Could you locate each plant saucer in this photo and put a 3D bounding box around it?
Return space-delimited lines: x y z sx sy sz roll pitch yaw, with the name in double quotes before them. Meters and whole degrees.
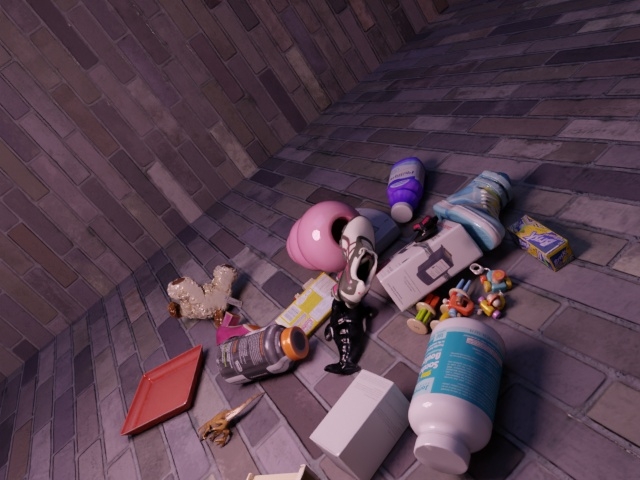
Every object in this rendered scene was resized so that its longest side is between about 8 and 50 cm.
"plant saucer" -0.479 0.472 1.715 0.259 0.048 0.258 -28 26 15

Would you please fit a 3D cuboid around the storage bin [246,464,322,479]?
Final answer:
"storage bin" -0.034 0.524 0.809 0.123 0.262 0.260 -19 31 35

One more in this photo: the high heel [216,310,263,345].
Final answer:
"high heel" -0.246 0.308 1.698 0.244 0.082 0.117 18 90 44

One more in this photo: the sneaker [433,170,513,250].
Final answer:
"sneaker" 0.429 -0.094 1.404 0.208 0.127 0.319 -36 18 1

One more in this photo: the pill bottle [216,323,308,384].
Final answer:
"pill bottle" -0.153 0.304 1.489 0.245 0.130 0.130 -22 29 28

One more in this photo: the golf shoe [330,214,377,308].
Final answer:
"golf shoe" 0.111 0.041 1.425 0.120 0.105 0.273 -41 32 52

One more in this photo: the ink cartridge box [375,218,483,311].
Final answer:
"ink cartridge box" 0.261 0.056 1.370 0.237 0.100 0.172 -36 6 3

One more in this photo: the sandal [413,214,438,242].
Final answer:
"sandal" 0.263 -0.038 1.396 0.067 0.040 0.179 -33 5 21

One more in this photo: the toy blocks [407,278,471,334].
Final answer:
"toy blocks" 0.284 0.150 1.285 0.123 0.054 0.148 -3 41 49

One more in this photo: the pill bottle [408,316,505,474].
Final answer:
"pill bottle" 0.247 0.280 1.002 0.146 0.146 0.264 -15 32 38

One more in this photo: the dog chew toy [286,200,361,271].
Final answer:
"dog chew toy" 0.000 0.000 1.649 0.206 0.206 0.332 -48 12 -23

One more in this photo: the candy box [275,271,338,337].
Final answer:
"candy box" -0.023 0.193 1.577 0.105 0.027 0.206 38 73 27

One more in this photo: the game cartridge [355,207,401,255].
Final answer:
"game cartridge" 0.129 -0.018 1.773 0.198 0.062 0.297 -38 25 -12

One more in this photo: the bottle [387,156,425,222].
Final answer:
"bottle" 0.276 -0.165 1.785 0.118 0.092 0.283 -18 31 27

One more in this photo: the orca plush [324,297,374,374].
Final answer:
"orca plush" 0.045 0.214 1.422 0.151 0.102 0.287 -20 30 32

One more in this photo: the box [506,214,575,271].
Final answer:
"box" 0.502 0.004 1.257 0.059 0.054 0.169 -35 26 3

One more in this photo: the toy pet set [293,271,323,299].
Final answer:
"toy pet set" -0.015 0.155 1.679 0.122 0.065 0.114 -41 -10 -15

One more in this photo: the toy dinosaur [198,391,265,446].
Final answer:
"toy dinosaur" -0.247 0.461 1.420 0.211 0.064 0.112 -31 25 10

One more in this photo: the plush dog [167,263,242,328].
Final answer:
"plush dog" -0.418 0.218 1.969 0.262 0.211 0.225 -19 -2 -33

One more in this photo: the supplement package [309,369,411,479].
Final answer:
"supplement package" 0.087 0.370 1.102 0.179 0.105 0.105 -47 27 -22

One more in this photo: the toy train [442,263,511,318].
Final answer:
"toy train" 0.354 0.108 1.218 0.125 0.046 0.166 21 53 24
